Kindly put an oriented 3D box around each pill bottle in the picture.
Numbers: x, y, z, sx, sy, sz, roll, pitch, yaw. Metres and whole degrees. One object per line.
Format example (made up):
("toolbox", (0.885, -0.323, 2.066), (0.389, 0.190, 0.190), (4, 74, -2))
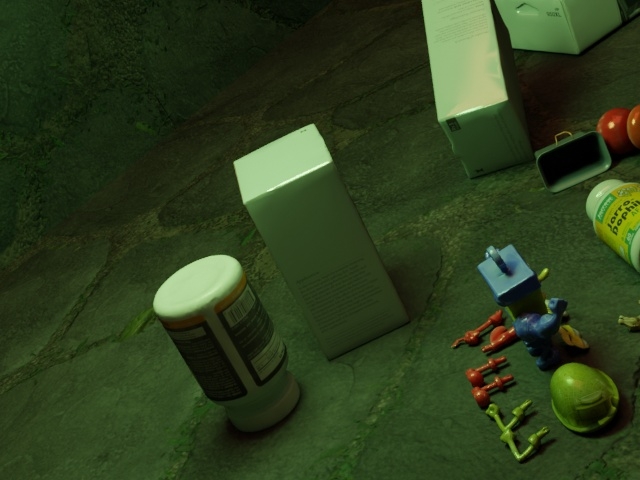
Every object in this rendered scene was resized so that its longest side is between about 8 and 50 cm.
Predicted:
("pill bottle", (0.515, -0.026, 1.666), (0.118, 0.117, 0.208), (-27, 25, 0))
("pill bottle", (-0.150, 0.176, 1.729), (0.162, 0.278, 0.162), (-21, 26, 11))

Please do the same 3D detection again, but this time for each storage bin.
("storage bin", (0.480, -0.167, 2.006), (0.135, 0.098, 0.091), (-25, 15, 4))

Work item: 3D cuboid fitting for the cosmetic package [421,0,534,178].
("cosmetic package", (0.332, -0.353, 2.194), (0.156, 0.217, 0.385), (-18, 54, 18))

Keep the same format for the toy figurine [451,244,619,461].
("toy figurine", (0.277, 0.117, 1.508), (0.191, 0.217, 0.362), (-25, 25, 5))

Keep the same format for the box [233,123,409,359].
("box", (0.000, 0.000, 1.842), (0.168, 0.345, 0.215), (-26, 25, 2))

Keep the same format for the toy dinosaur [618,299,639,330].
("toy dinosaur", (0.536, 0.091, 1.526), (0.183, 0.053, 0.092), (-21, 40, 29))

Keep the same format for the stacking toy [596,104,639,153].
("stacking toy", (0.648, -0.214, 1.888), (0.141, 0.141, 0.330), (-43, 23, -31))

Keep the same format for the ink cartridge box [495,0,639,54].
("ink cartridge box", (0.677, -0.642, 2.618), (0.395, 0.166, 0.285), (-34, 26, -17))
